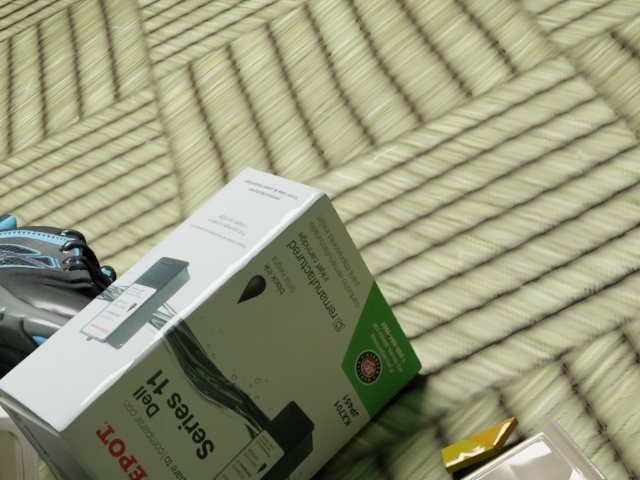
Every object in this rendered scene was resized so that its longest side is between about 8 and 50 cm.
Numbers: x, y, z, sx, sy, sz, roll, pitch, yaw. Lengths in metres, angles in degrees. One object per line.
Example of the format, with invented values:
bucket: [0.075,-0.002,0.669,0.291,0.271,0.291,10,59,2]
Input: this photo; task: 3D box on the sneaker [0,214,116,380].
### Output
sneaker: [-0.201,0.044,1.024,0.341,0.125,0.139,14,49,47]

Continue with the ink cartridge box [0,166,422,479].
ink cartridge box: [-0.061,0.082,0.831,0.208,0.153,0.087,-43,33,-20]

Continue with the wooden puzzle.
wooden puzzle: [0.111,0.135,0.752,0.078,0.014,0.116,-31,31,4]

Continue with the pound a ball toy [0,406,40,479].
pound a ball toy: [-0.312,0.138,0.973,0.136,0.208,0.319,-21,36,-35]
